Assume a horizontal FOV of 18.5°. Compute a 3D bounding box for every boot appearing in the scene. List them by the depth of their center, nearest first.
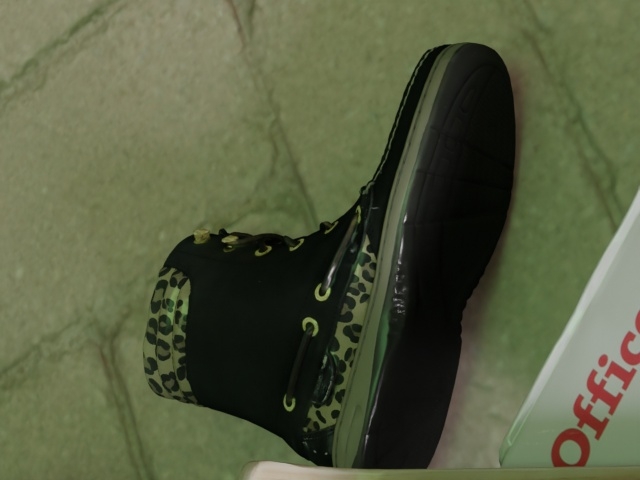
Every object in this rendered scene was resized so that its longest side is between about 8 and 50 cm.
[{"bbox_3d":[-0.001,0.001,1.038,0.179,0.085,0.236,15,93,41],"label":"boot"}]

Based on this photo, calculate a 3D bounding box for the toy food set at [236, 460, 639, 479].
[{"bbox_3d":[0.081,0.191,0.762,0.306,0.092,0.219,-6,75,38],"label":"toy food set"}]

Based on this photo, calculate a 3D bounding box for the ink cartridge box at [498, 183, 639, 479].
[{"bbox_3d":[0.256,0.089,0.793,0.307,0.129,0.223,36,105,36],"label":"ink cartridge box"}]
